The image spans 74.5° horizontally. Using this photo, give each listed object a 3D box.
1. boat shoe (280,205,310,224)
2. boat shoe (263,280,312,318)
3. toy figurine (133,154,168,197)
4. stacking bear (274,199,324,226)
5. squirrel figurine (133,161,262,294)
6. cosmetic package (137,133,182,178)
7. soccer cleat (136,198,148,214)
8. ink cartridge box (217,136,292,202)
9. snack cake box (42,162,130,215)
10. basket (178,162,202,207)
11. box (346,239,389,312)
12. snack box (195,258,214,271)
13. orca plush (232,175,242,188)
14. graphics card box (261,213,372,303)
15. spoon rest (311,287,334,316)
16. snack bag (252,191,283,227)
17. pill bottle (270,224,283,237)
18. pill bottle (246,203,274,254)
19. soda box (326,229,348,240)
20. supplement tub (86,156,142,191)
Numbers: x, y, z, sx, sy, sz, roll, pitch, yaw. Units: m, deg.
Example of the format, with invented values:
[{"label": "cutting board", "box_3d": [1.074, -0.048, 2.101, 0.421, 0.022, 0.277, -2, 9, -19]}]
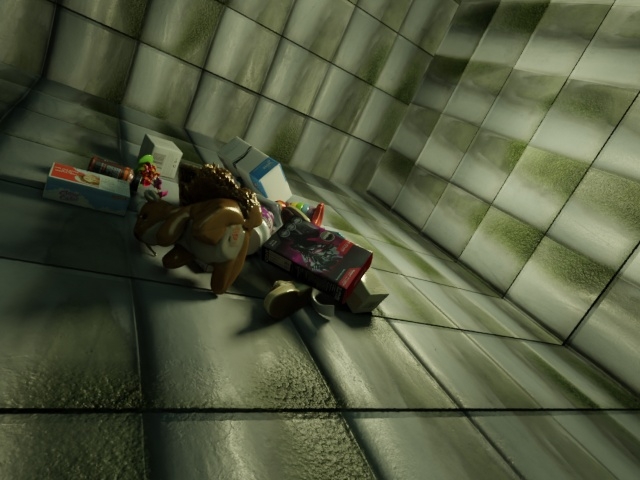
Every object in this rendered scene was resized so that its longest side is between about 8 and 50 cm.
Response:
[{"label": "boat shoe", "box_3d": [-0.097, -0.003, 1.897, 0.123, 0.123, 0.341, -18, 77, -48]}, {"label": "boat shoe", "box_3d": [-0.127, 0.190, 1.446, 0.098, 0.109, 0.302, 26, 11, 18]}, {"label": "toy figurine", "box_3d": [-0.729, -0.260, 1.845, 0.159, 0.173, 0.130, 44, 40, 16]}, {"label": "stacking bear", "box_3d": [-0.141, -0.141, 2.303, 0.289, 0.175, 0.164, 16, -16, 10]}, {"label": "squirrel figurine", "box_3d": [-0.418, -0.073, 1.432, 0.371, 0.281, 0.397, 14, 51, 25]}, {"label": "cosmetic package", "box_3d": [-0.837, -0.438, 2.190, 0.152, 0.151, 0.184, 10, 24, -42]}, {"label": "soccer cleat", "box_3d": [-0.633, -0.122, 1.679, 0.068, 0.076, 0.196, 37, 20, 31]}, {"label": "ink cartridge box", "box_3d": [-0.382, -0.386, 2.444, 0.395, 0.166, 0.285, 36, -19, 29]}, {"label": "snack cake box", "box_3d": [-0.848, -0.186, 1.544, 0.265, 0.089, 0.152, 15, 22, -32]}, {"label": "basket", "box_3d": [-0.491, -0.163, 1.695, 0.223, 0.213, 0.299, 33, -5, -35]}, {"label": "box", "box_3d": [0.133, 0.144, 1.778, 0.148, 0.121, 0.311, 7, 41, -47]}, {"label": "snack box", "box_3d": [-0.409, 0.060, 1.526, 0.141, 0.037, 0.100, 38, 20, 31]}, {"label": "orca plush", "box_3d": [-0.526, -0.300, 2.402, 0.287, 0.102, 0.151, 26, 59, 35]}, {"label": "graphics card box", "box_3d": [-0.013, 0.060, 1.617, 0.371, 0.094, 0.233, 26, 47, 17]}, {"label": "spoon rest", "box_3d": [0.002, 0.182, 1.641, 0.084, 0.137, 0.276, -1, 33, -5]}, {"label": "snack bag", "box_3d": [-0.339, -0.176, 2.039, 0.343, 0.037, 0.323, 23, -16, 7]}, {"label": "pill bottle", "box_3d": [-0.118, 0.042, 1.774, 0.121, 0.121, 0.216, 2, 45, -53]}, {"label": "pill bottle", "box_3d": [-0.293, -0.047, 1.785, 0.169, 0.169, 0.301, 24, 18, -7]}, {"label": "soda box", "box_3d": [0.063, -0.004, 2.166, 0.071, 0.067, 0.210, 39, -6, -17]}, {"label": "supplement tub", "box_3d": [-0.852, -0.266, 1.743, 0.198, 0.106, 0.106, 18, 19, -23]}]
